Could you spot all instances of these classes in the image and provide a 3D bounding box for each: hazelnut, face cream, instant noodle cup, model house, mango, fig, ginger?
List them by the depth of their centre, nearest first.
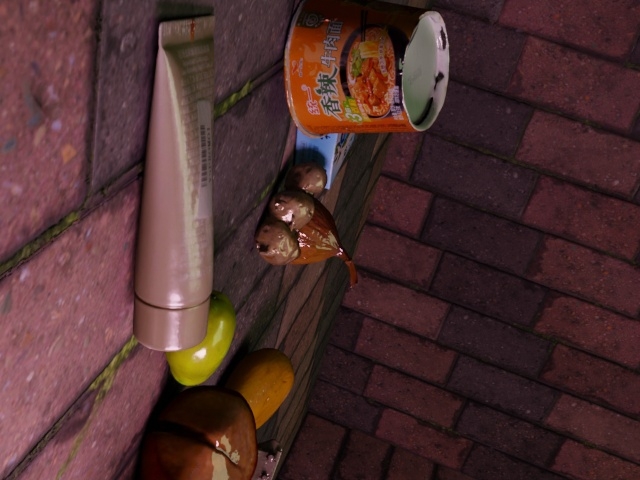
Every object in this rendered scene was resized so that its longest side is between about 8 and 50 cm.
[{"bbox_3d":[-0.144,-0.052,0.735,0.137,0.084,0.342,-56,156,-67],"label":"face cream"},{"bbox_3d":[-0.169,0.132,0.993,0.163,0.089,0.117,120,-12,-59],"label":"mango"},{"bbox_3d":[0.077,-0.257,1.067,0.230,0.182,0.230,-32,128,-52],"label":"instant noodle cup"},{"bbox_3d":[-0.189,0.321,1.070,0.181,0.180,0.212,56,47,-44],"label":"hazelnut"},{"bbox_3d":[-0.051,-0.053,1.285,0.104,0.080,0.204,32,75,-48],"label":"ginger"},{"bbox_3d":[0.000,0.000,1.384,0.134,0.201,0.146,-57,163,-17],"label":"fig"},{"bbox_3d":[-0.143,0.318,1.491,0.177,0.119,0.317,-64,170,21],"label":"mango"},{"bbox_3d":[-0.196,0.621,1.873,0.188,0.122,0.229,73,41,-73],"label":"model house"}]

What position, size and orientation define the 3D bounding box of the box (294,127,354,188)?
[{"bbox_3d":[0.016,-0.225,1.330,0.232,0.083,0.143,96,16,-56],"label":"box"}]
